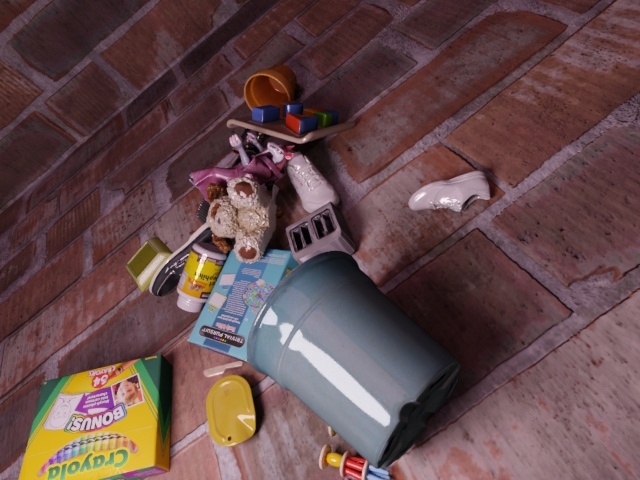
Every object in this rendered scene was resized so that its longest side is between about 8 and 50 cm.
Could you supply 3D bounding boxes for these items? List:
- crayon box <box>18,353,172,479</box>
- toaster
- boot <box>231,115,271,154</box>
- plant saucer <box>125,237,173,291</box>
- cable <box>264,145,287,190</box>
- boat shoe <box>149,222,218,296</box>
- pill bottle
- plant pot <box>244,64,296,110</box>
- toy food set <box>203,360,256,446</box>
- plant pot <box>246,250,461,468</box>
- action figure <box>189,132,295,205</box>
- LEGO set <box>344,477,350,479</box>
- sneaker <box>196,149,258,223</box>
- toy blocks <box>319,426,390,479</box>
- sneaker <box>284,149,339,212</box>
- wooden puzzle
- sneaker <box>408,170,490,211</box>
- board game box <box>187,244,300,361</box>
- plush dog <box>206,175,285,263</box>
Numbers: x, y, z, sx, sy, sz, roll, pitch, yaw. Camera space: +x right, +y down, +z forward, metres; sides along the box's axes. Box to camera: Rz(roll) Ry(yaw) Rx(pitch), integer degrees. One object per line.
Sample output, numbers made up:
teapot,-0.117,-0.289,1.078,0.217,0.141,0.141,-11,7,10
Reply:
crayon box,-0.622,0.526,1.169,0.363,0.106,0.313,-13,49,-2
toaster,0.000,0.000,1.209,0.168,0.110,0.186,-30,48,13
boot,-0.250,-0.413,1.677,0.236,0.085,0.179,23,78,40
plant saucer,-0.699,0.083,1.644,0.188,0.045,0.188,32,79,42
cable,-0.159,-0.264,1.502,0.150,0.047,0.184,-44,27,32
boat shoe,-0.450,0.087,1.437,0.113,0.127,0.340,43,84,17
pill bottle,-0.395,0.122,1.347,0.117,0.117,0.215,30,101,42
plant pot,-0.190,-0.641,1.727,0.205,0.205,0.188,-5,42,30
toy food set,-0.230,0.436,1.091,0.128,0.071,0.218,-22,52,1
plant pot,0.080,0.251,0.861,0.334,0.341,0.341,36,82,34
action figure,-0.236,-0.207,1.342,0.370,0.276,0.248,-15,14,24
LEGO set,0.102,0.555,0.773,0.227,0.093,0.087,17,70,39
sneaker,-0.365,-0.204,1.596,0.330,0.122,0.146,-53,30,-8
toy blocks,0.084,0.450,0.884,0.148,0.054,0.123,4,57,27
sneaker,-0.050,-0.197,1.346,0.114,0.152,0.305,-36,47,-5
wooden puzzle,-0.096,-0.424,1.423,0.347,0.080,0.322,18,30,28
sneaker,0.343,-0.110,1.095,0.212,0.080,0.094,-19,63,19
board game box,-0.224,0.184,1.247,0.253,0.079,0.336,5,63,36
plush dog,-0.254,-0.076,1.286,0.225,0.210,0.262,3,105,21
